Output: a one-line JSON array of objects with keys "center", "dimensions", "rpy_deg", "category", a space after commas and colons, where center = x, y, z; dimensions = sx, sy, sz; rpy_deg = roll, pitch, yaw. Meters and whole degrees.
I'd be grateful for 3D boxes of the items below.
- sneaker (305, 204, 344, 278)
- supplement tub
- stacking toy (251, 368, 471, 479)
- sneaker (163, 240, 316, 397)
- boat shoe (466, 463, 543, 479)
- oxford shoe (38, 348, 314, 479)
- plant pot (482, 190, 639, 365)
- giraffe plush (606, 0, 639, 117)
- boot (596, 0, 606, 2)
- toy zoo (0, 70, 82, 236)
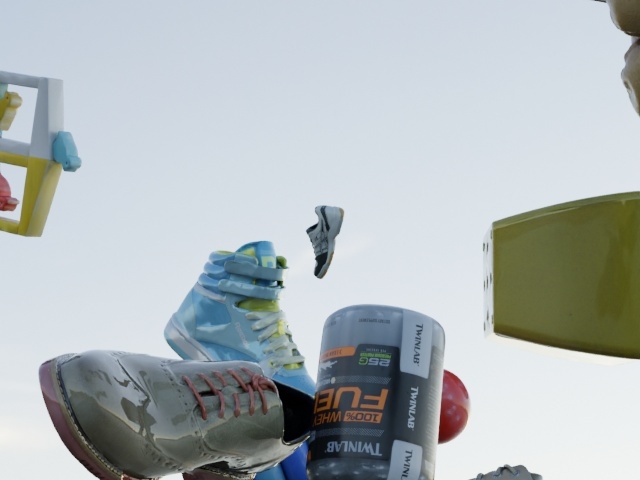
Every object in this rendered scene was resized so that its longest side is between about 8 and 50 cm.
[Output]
[{"center": [0.000, 0.000, 1.350], "dimensions": [0.037, 0.083, 0.032], "rpy_deg": [13, 14, -2], "category": "sneaker"}, {"center": [0.050, 0.163, 1.122], "dimensions": [0.117, 0.190, 0.117], "rpy_deg": [6, -23, 2], "category": "supplement tub"}, {"center": [0.012, 0.223, 1.416], "dimensions": [0.330, 0.141, 0.141], "rpy_deg": [-19, -25, 0], "category": "stacking toy"}, {"center": [-0.075, 0.122, 1.740], "dimensions": [0.319, 0.208, 0.127], "rpy_deg": [33, 14, 31], "category": "sneaker"}, {"center": [0.200, 0.297, 1.320], "dimensions": [0.324, 0.116, 0.123], "rpy_deg": [19, -10, 14], "category": "boat shoe"}, {"center": [-0.108, 0.135, 1.052], "dimensions": [0.130, 0.123, 0.348], "rpy_deg": [-28, -20, 14], "category": "oxford shoe"}, {"center": [0.312, 0.054, 1.634], "dimensions": [0.187, 0.212, 0.212], "rpy_deg": [1, -8, 2], "category": "plant pot"}, {"center": [0.272, -0.156, 0.827], "dimensions": [0.210, 0.181, 0.170], "rpy_deg": [-21, 19, -5], "category": "giraffe plush"}, {"center": [0.379, -0.440, 1.708], "dimensions": [0.269, 0.236, 0.089], "rpy_deg": [8, 25, 26], "category": "boot"}, {"center": [-0.410, -0.115, 1.520], "dimensions": [0.293, 0.192, 0.030], "rpy_deg": [13, 6, 31], "category": "toy zoo"}]
